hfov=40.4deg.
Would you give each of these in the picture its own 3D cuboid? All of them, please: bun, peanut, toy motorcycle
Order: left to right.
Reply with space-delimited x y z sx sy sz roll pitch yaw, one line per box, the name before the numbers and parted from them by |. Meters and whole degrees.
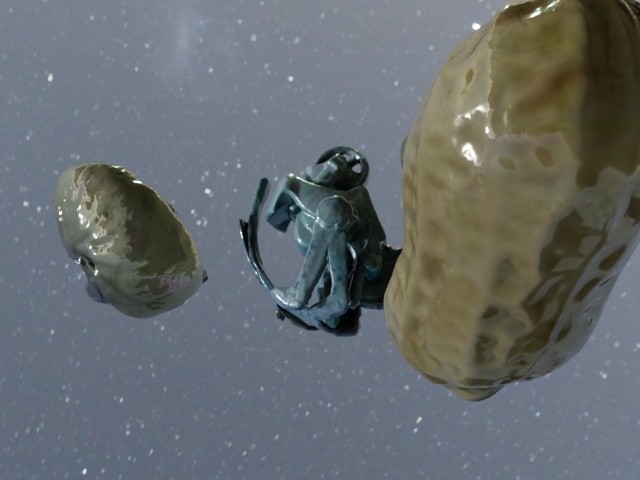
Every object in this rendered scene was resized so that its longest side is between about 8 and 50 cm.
bun | -0.302 0.006 1.332 0.273 0.273 0.168 42 -115 15
toy motorcycle | 0.000 0.000 1.186 0.206 0.154 0.260 -21 -118 2
peanut | 0.110 -0.005 0.529 0.140 0.325 0.153 -14 -124 -18

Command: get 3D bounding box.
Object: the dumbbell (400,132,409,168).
dumbbell | 0.113 -0.065 0.612 0.052 0.118 0.046 10 -106 -45
